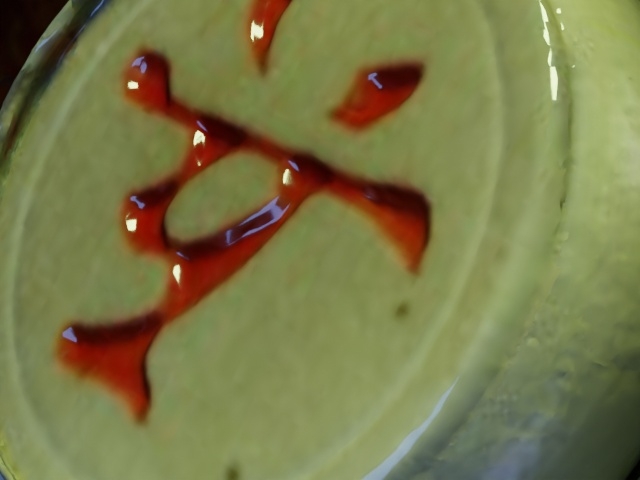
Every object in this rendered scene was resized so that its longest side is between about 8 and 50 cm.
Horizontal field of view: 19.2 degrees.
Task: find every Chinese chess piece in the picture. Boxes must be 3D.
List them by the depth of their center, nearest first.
[{"bbox_3d":[0.000,0.000,0.595,0.249,0.103,0.250,-16,62,32],"label":"Chinese chess piece"}]

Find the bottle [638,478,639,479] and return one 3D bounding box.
[{"bbox_3d":[0.095,0.122,0.618,0.245,0.104,0.104,27,120,32],"label":"bottle"}]

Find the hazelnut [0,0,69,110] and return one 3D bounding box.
[{"bbox_3d":[-0.198,-0.082,0.763,0.212,0.181,0.181,32,115,18],"label":"hazelnut"}]
